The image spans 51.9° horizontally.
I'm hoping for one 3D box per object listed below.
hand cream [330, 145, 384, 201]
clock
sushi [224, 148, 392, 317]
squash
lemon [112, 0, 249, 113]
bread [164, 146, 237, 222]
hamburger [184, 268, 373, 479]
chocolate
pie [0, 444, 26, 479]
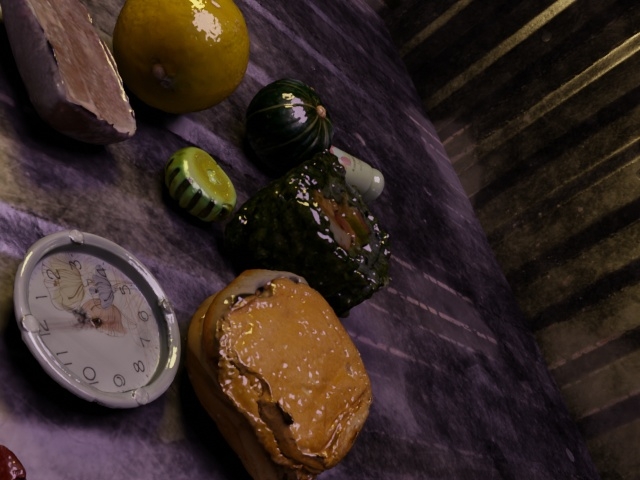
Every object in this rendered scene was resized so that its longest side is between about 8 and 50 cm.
[{"bbox_3d":[0.030,-0.190,1.664,0.306,0.093,0.147,24,39,-33],"label":"hand cream"},{"bbox_3d":[-0.272,0.099,0.798,0.236,0.053,0.236,41,30,-30],"label":"clock"},{"bbox_3d":[0.000,0.000,1.250,0.294,0.178,0.352,55,22,-6],"label":"sushi"},{"bbox_3d":[-0.067,-0.249,1.446,0.218,0.172,0.218,42,27,-27],"label":"squash"},{"bbox_3d":[-0.249,-0.337,1.166,0.240,0.240,0.219,41,31,-26],"label":"lemon"},{"bbox_3d":[-0.207,-0.092,1.127,0.139,0.071,0.130,41,25,-22],"label":"bread"},{"bbox_3d":[-0.063,0.187,0.929,0.319,0.158,0.318,41,29,-28],"label":"hamburger"},{"bbox_3d":[-0.394,-0.273,0.995,0.303,0.100,0.185,65,17,16],"label":"chocolate"},{"bbox_3d":[-0.320,0.237,0.566,0.153,0.038,0.153,37,31,-27],"label":"pie"}]
